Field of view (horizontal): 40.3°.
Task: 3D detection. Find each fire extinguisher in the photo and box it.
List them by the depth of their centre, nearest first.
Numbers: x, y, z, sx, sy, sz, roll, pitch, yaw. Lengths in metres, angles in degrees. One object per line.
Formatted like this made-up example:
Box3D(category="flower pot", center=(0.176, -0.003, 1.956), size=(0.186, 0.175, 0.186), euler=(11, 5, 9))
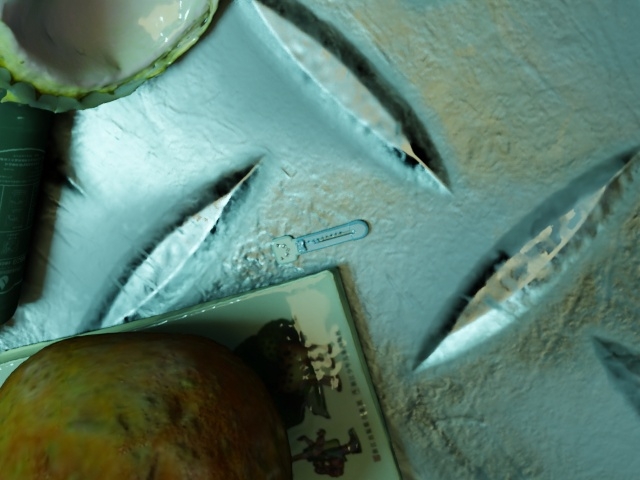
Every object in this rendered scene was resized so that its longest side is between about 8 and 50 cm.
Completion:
Box3D(category="fire extinguisher", center=(-0.324, -0.014, 0.814), size=(0.095, 0.114, 0.311), euler=(23, 108, 27))

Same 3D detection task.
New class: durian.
Box3D(category="durian", center=(-0.180, -0.207, 0.724), size=(0.305, 0.185, 0.196), euler=(-41, 139, -21))

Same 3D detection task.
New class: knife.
Box3D(category="knife", center=(0.000, 0.000, 0.834), size=(0.096, 0.010, 0.027), euler=(-16, 102, 9))

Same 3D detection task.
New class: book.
Box3D(category="book", center=(-0.124, 0.192, 0.877), size=(0.370, 0.043, 0.261), euler=(-16, 102, 9))

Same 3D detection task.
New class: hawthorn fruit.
Box3D(category="hawthorn fruit", center=(-0.164, 0.220, 0.715), size=(0.276, 0.298, 0.277), euler=(1, 102, 6))
